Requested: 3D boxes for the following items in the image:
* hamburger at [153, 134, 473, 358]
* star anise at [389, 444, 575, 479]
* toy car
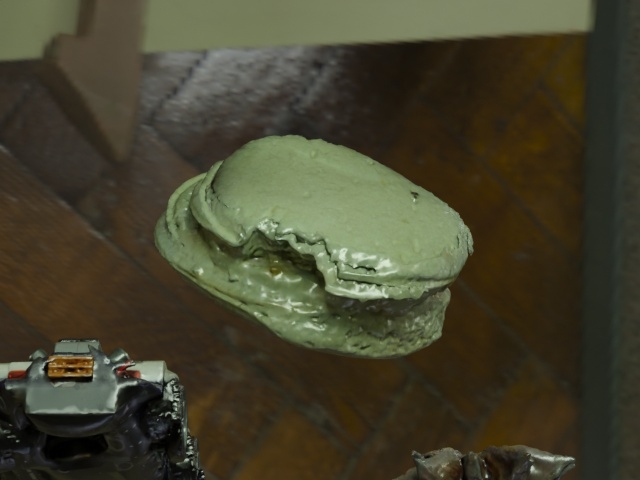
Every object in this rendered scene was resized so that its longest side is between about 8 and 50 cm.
[{"bbox_3d":[0.000,0.000,0.851,0.133,0.140,0.062,-16,131,-54],"label":"hamburger"},{"bbox_3d":[0.152,0.244,1.895,0.182,0.195,0.065,0,76,-13],"label":"star anise"},{"bbox_3d":[-0.201,0.170,1.676,0.193,0.301,0.118,-1,64,1],"label":"toy car"}]
